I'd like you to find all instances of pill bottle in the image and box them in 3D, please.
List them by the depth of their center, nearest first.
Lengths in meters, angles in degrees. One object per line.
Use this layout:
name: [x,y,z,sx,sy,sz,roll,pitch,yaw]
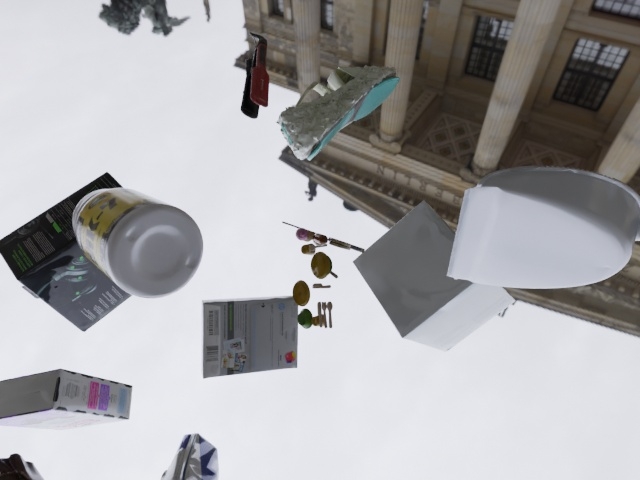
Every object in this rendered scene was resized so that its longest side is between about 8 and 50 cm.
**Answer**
pill bottle: [-0.258,-0.007,0.611,0.119,0.119,0.208,-39,-144,-27]

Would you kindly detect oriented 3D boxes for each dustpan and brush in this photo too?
dustpan and brush: [0.217,-0.005,0.351,0.211,0.147,0.060,11,-119,16]

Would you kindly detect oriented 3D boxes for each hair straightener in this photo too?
hair straightener: [-0.146,-0.343,0.932,0.047,0.089,0.231,15,-124,-35]

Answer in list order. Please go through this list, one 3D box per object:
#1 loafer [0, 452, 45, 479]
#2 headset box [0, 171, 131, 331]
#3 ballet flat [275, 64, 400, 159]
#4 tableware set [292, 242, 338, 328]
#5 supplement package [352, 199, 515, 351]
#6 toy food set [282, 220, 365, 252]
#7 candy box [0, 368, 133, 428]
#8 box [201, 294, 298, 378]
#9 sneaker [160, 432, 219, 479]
loafer: [-0.495,0.409,0.723,0.365,0.134,0.130,29,-157,-2]
headset box: [-0.510,0.037,0.999,0.283,0.246,0.131,-41,-120,-20]
ballet flat: [0.047,-0.339,1.060,0.146,0.147,0.409,27,-130,22]
tableware set: [-0.011,0.081,0.798,0.024,0.104,0.154,-1,-95,-44]
supplement package: [0.245,0.087,0.952,0.199,0.262,0.198,-42,-125,14]
toy food set: [0.000,0.000,0.687,0.122,0.078,0.019,19,-90,32]
candy box: [-0.486,0.305,0.843,0.164,0.196,0.070,-14,-119,12]
box: [-0.136,0.184,0.875,0.186,0.145,0.038,-1,-175,-20]
sneaker: [-0.313,0.527,0.837,0.182,0.128,0.316,-11,-139,12]
